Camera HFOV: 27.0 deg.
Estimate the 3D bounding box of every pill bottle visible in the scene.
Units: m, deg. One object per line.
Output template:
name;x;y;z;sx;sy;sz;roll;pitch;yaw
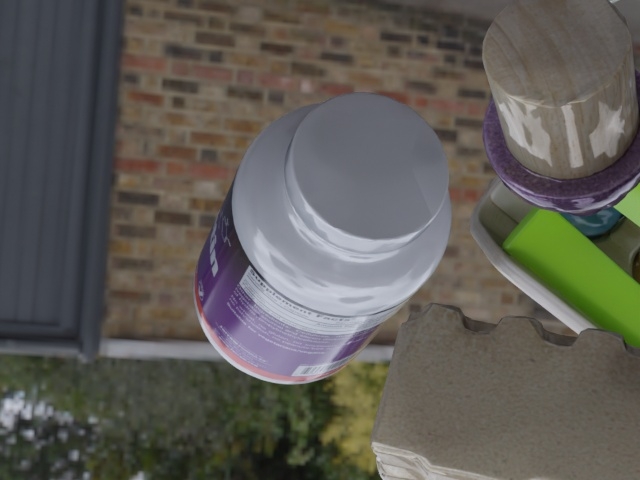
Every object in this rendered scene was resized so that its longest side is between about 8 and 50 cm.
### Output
pill bottle;0.000;0.000;1.140;0.181;0.182;0.323;5;157;-13

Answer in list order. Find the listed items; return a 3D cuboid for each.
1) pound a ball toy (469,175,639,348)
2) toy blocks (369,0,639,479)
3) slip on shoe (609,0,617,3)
pound a ball toy;0.285;0.014;0.880;0.319;0.208;0.136;36;-167;-15
toy blocks;0.167;0.099;0.408;0.288;0.309;0.260;8;156;21
slip on shoe;0.153;-0.280;0.854;0.331;0.123;0.101;46;-172;-46
